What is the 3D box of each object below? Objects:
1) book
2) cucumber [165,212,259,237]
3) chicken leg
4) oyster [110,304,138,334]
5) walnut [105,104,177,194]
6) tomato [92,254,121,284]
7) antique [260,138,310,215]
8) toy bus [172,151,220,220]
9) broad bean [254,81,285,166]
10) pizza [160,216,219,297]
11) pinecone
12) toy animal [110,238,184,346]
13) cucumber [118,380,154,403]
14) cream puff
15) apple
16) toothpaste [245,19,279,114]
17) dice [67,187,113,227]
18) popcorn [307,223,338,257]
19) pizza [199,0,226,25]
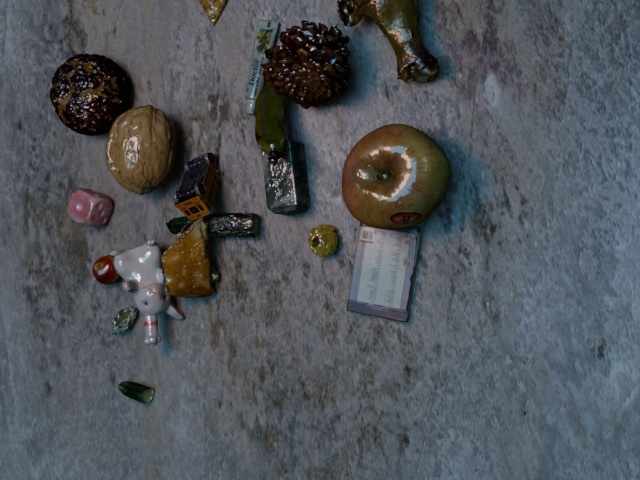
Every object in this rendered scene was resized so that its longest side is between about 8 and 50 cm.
[{"bbox_3d":[0.155,0.074,1.731,0.158,0.026,0.231,9,92,26],"label":"book"},{"bbox_3d":[-0.300,-0.039,1.906,0.294,0.067,0.067,0,88,23],"label":"cucumber"},{"bbox_3d":[0.150,-0.544,1.687,0.212,0.140,0.360,-11,81,14],"label":"chicken leg"},{"bbox_3d":[-0.563,0.225,2.033,0.100,0.037,0.098,0,69,43],"label":"oyster"},{"bbox_3d":[-0.483,-0.244,1.925,0.198,0.198,0.244,1,86,23],"label":"walnut"},{"bbox_3d":[-0.610,0.084,2.029,0.087,0.075,0.087,-2,84,22],"label":"tomato"},{"bbox_3d":[-0.088,-0.156,1.806,0.088,0.086,0.182,-9,85,23],"label":"antique"},{"bbox_3d":[-0.320,-0.147,1.880,0.083,0.088,0.194,-18,39,22],"label":"toy bus"},{"bbox_3d":[-0.126,-0.308,1.775,0.077,0.061,0.338,-12,58,14],"label":"broad bean"},{"bbox_3d":[-0.353,0.053,1.878,0.147,0.069,0.226,-14,111,-15],"label":"pizza"},{"bbox_3d":[-0.022,-0.433,1.729,0.222,0.221,0.221,-1,88,23],"label":"pinecone"},{"bbox_3d":[-0.459,0.131,1.922,0.141,0.138,0.282,-19,70,-17],"label":"toy animal"},{"bbox_3d":[-0.524,0.425,1.998,0.105,0.048,0.048,11,93,26],"label":"cucumber"},{"bbox_3d":[-0.662,-0.416,2.016,0.239,0.165,0.238,-1,88,26],"label":"cream puff"},{"bbox_3d":[0.172,-0.144,1.637,0.261,0.194,0.260,-1,87,25],"label":"apple"},{"bbox_3d":[-0.162,-0.459,1.876,0.067,0.037,0.255,12,89,28],"label":"toothpaste"},{"bbox_3d":[-0.664,-0.094,2.047,0.094,0.091,0.093,25,98,21],"label":"dice"},{"bbox_3d":[0.000,0.000,1.768,0.084,0.084,0.084,-1,88,23],"label":"popcorn"},{"bbox_3d":[-0.305,-0.682,1.941,0.185,0.036,0.176,13,94,23],"label":"pizza"}]
